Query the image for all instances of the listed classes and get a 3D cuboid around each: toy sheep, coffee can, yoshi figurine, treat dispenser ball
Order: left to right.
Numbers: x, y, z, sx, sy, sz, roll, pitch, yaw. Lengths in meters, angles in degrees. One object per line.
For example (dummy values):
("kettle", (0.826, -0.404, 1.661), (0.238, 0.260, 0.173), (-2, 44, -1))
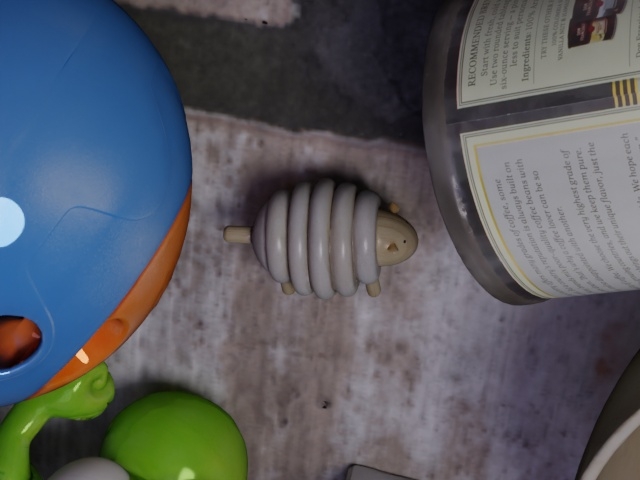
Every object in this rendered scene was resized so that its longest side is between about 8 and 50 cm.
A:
("treat dispenser ball", (-0.222, -0.039, 0.971), (0.288, 0.288, 0.288), (3, 115, 7))
("yoshi figurine", (-0.204, 0.174, 1.162), (0.362, 0.203, 0.203), (8, 75, 20))
("toy sheep", (0.000, 0.000, 1.071), (0.132, 0.091, 0.091), (-3, 114, 6))
("coffee can", (0.225, -0.074, 0.896), (0.275, 0.201, 0.201), (-7, 115, 32))

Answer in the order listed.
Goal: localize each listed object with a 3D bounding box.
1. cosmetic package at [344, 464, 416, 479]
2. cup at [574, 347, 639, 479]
("cosmetic package", (0.064, 0.377, 1.195), (0.197, 0.155, 0.365), (15, 116, 2))
("cup", (0.321, 0.132, 0.991), (0.331, 0.237, 0.331), (5, 121, 9))
